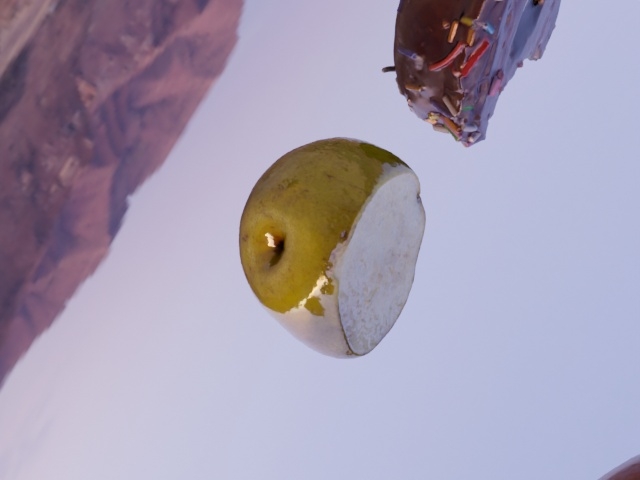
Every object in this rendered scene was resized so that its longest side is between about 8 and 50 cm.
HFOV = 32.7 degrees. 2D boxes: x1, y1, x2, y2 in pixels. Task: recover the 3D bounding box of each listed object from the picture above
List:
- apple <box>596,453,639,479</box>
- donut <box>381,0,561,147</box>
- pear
[{"bbox_3d":[0.326,0.339,0.943,0.269,0.345,0.344,-20,-140,56],"label":"apple"},{"bbox_3d":[0.127,-0.198,0.864,0.230,0.096,0.216,-56,158,-29],"label":"donut"},{"bbox_3d":[0.000,0.000,0.711,0.104,0.141,0.141,17,-109,31],"label":"pear"}]
